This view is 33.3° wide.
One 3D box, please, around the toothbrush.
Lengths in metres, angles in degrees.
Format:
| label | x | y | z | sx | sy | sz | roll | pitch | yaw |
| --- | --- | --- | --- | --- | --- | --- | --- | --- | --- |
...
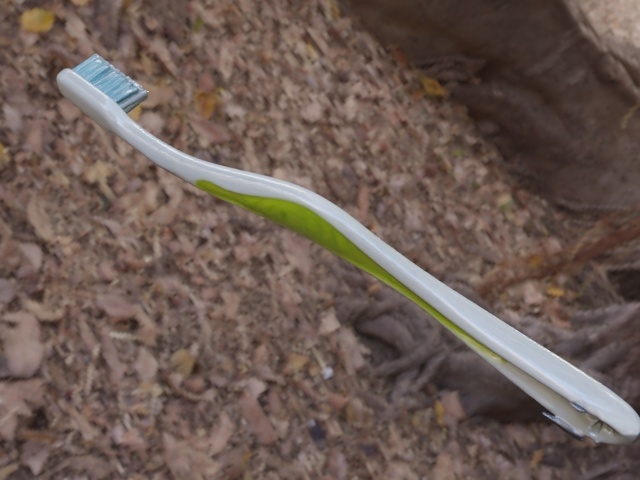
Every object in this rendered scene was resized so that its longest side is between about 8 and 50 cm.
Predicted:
| label | x | y | z | sx | sy | sz | roll | pitch | yaw |
| --- | --- | --- | --- | --- | --- | --- | --- | --- | --- |
| toothbrush | 0.000 | 0.000 | 0.397 | 0.263 | 0.022 | 0.026 | 34 | 60 | 18 |
